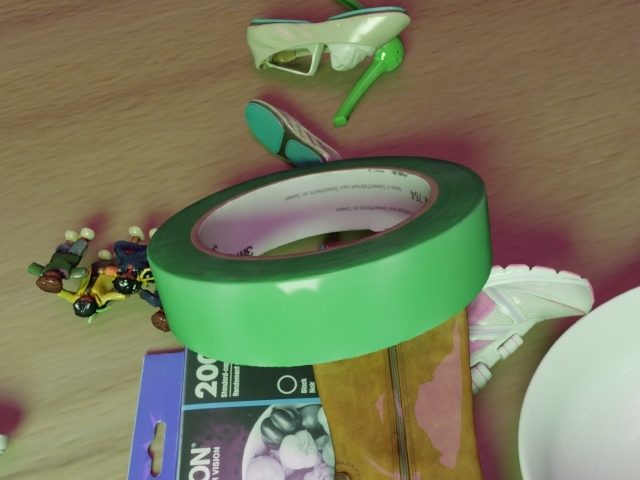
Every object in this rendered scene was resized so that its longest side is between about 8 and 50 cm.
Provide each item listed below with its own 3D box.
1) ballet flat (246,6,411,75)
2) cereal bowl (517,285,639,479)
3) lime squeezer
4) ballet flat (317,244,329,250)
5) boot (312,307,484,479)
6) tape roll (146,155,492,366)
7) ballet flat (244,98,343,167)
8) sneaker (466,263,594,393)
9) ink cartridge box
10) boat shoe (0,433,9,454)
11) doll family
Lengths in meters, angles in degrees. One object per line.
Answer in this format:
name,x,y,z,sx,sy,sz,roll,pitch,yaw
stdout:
ballet flat,0.007,-0.274,0.859,0.248,0.086,0.086,5,54,27
cereal bowl,0.338,0.183,0.467,0.339,0.141,0.339,-23,30,14
lime squeezer,0.070,-0.297,0.920,0.110,0.059,0.310,-21,52,26
ballet flat,-0.005,0.059,0.678,0.041,0.041,0.114,17,58,14
boot,0.010,0.188,0.484,0.264,0.096,0.280,-11,67,8
tape roll,0.000,0.000,0.592,0.321,0.077,0.321,-10,21,4
ballet flat,-0.034,-0.132,0.809,0.052,0.057,0.168,-20,55,-44
sneaker,0.141,0.097,0.595,0.252,0.103,0.111,-16,72,14
ink cartridge box,-0.085,0.190,0.580,0.208,0.045,0.206,-4,56,1
boat shoe,-0.388,0.216,0.571,0.184,0.066,0.063,-6,69,-3
doll family,-0.218,0.044,0.670,0.193,0.076,0.111,-4,35,6
